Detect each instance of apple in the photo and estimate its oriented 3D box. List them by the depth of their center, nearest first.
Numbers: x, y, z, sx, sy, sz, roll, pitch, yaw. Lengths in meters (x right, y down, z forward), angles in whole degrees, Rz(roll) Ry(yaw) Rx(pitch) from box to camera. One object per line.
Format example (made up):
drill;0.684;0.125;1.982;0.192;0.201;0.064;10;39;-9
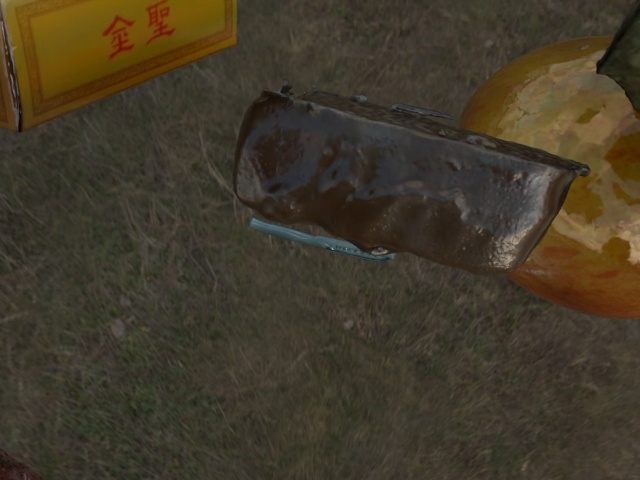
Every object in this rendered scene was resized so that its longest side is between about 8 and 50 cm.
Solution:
apple;0.287;-0.064;0.998;0.275;0.299;0.299;0;67;30

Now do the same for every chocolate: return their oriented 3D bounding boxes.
chocolate;0.061;-0.038;0.634;0.214;0.148;0.093;19;106;15

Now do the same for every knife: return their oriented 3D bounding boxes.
knife;0.000;0.001;1.207;0.210;0.028;0.015;14;60;24

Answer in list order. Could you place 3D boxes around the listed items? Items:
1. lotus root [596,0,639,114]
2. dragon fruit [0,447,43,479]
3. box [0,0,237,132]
lotus root;0.337;-0.164;0.585;0.210;0.314;0.142;42;58;-30
dragon fruit;-0.135;0.218;0.336;0.386;0.371;0.249;40;79;10
box;-0.211;-0.153;0.582;0.274;0.076;0.174;19;36;30
